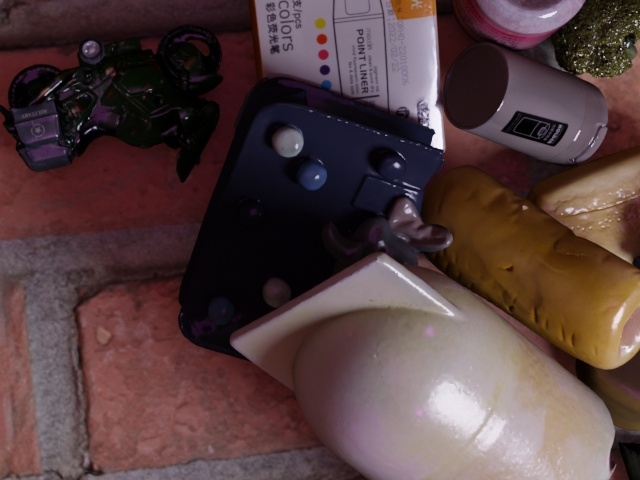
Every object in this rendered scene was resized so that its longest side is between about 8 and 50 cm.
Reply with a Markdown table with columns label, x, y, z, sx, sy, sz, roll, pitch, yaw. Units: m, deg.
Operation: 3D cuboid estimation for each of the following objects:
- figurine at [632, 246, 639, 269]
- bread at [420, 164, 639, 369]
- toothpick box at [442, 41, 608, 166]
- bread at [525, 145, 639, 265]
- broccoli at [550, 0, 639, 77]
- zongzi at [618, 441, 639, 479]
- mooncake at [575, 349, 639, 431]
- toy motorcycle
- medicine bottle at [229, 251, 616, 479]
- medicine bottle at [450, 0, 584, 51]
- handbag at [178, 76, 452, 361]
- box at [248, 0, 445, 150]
| label | x | y | z | sx | sy | sz | roll | pitch | yaw |
| --- | --- | --- | --- | --- | --- | --- | --- | --- | --- |
| figurine | 0.424 | -0.016 | 1.847 | 0.077 | 0.079 | 0.136 | 35 | 76 | -46 |
| bread | 0.242 | 0.032 | 1.841 | 0.305 | 0.091 | 0.142 | 34 | 131 | 29 |
| toothpick box | 0.244 | -0.160 | 1.874 | 0.181 | 0.111 | 0.111 | 16 | 87 | -40 |
| bread | 0.352 | -0.029 | 1.922 | 0.217 | 0.098 | 0.147 | -17 | 93 | -9 |
| broccoli | 0.341 | -0.255 | 1.926 | 0.120 | 0.131 | 0.130 | 35 | 70 | -40 |
| zongzi | 0.500 | 0.431 | 1.799 | 0.319 | 0.362 | 0.383 | -1 | 88 | 13 |
| mooncake | 0.432 | 0.131 | 1.900 | 0.235 | 0.117 | 0.234 | 0 | 64 | 1 |
| toy motorcycle | -0.238 | -0.146 | 1.879 | 0.275 | 0.125 | 0.187 | -14 | 80 | -2 |
| medicine bottle | 0.115 | 0.165 | 1.753 | 0.406 | 0.236 | 0.235 | 38 | 86 | -31 |
| medicine bottle | 0.225 | -0.293 | 1.847 | 0.147 | 0.247 | 0.147 | 0 | 88 | -3 |
| handbag | 0.000 | 0.000 | 1.843 | 0.269 | 0.118 | 0.325 | 17 | 109 | -12 |
| box | 0.029 | -0.227 | 1.869 | 0.221 | 0.091 | 0.273 | -9 | 111 | -3 |
